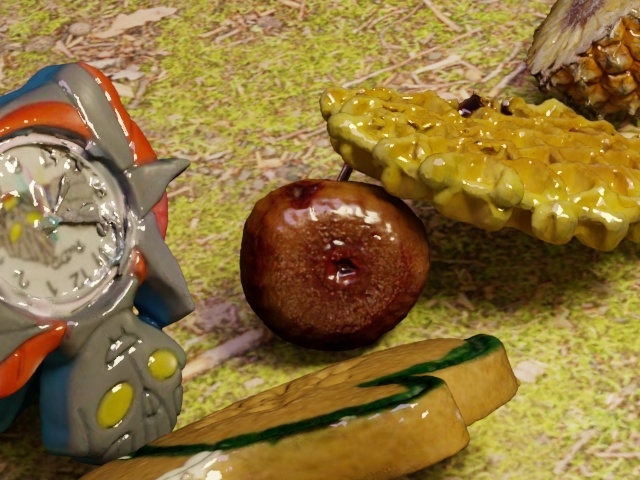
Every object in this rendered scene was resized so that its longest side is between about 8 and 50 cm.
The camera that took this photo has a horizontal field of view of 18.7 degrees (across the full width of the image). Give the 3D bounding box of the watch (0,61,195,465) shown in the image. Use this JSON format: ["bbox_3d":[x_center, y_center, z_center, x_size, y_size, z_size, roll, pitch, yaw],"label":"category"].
[{"bbox_3d":[-0.232,0.038,1.438,0.241,0.305,0.274,-37,19,-35],"label":"watch"}]

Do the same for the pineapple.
[{"bbox_3d":[0.279,-0.166,1.681,0.161,0.137,0.176,-41,20,30],"label":"pineapple"}]

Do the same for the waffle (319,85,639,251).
[{"bbox_3d":[0.150,-0.062,1.528,0.310,0.065,0.283,20,20,13],"label":"waffle"}]

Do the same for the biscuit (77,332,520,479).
[{"bbox_3d":[-0.013,0.128,1.280,0.344,0.057,0.287,-20,3,-27],"label":"biscuit"}]

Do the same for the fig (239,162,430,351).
[{"bbox_3d":[0.000,0.000,1.528,0.146,0.133,0.201,15,16,-16],"label":"fig"}]
